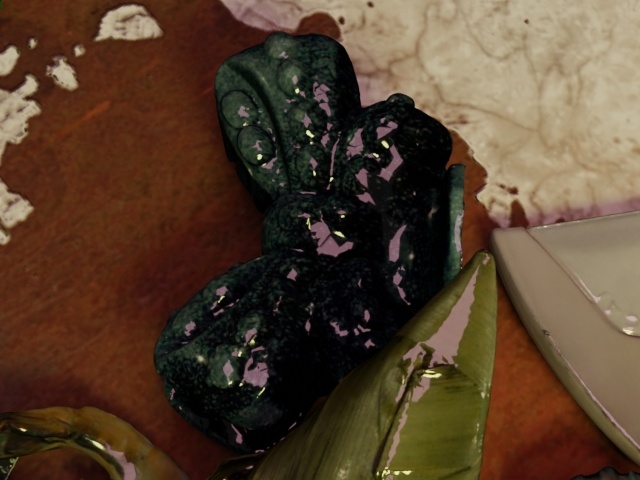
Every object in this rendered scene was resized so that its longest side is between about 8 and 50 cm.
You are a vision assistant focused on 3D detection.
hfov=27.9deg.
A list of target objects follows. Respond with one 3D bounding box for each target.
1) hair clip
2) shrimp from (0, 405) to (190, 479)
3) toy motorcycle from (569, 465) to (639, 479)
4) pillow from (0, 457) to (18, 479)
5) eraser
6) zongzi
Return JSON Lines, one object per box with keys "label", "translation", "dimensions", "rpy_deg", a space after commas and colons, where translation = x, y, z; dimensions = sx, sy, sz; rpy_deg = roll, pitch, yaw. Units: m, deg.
{"label": "hair clip", "translation": [0.005, 0.004, 0.942], "dimensions": [0.206, 0.194, 0.310], "rpy_deg": [9, 69, 3]}
{"label": "shrimp", "translation": [-0.189, 0.175, 0.881], "dimensions": [0.254, 0.059, 0.145], "rpy_deg": [25, 67, -15]}
{"label": "toy motorcycle", "translation": [0.272, 0.347, 0.844], "dimensions": [0.232, 0.172, 0.416], "rpy_deg": [-3, 64, -7]}
{"label": "pillow", "translation": [-0.301, 0.210, 0.882], "dimensions": [0.141, 0.055, 0.208], "rpy_deg": [18, 67, -7]}
{"label": "eraser", "translation": [0.254, 0.087, 1.005], "dimensions": [0.204, 0.059, 0.243], "rpy_deg": [-8, 66, -11]}
{"label": "zongzi", "translation": [0.008, 0.138, 0.820], "dimensions": [0.125, 0.251, 0.274], "rpy_deg": [17, 80, -31]}
